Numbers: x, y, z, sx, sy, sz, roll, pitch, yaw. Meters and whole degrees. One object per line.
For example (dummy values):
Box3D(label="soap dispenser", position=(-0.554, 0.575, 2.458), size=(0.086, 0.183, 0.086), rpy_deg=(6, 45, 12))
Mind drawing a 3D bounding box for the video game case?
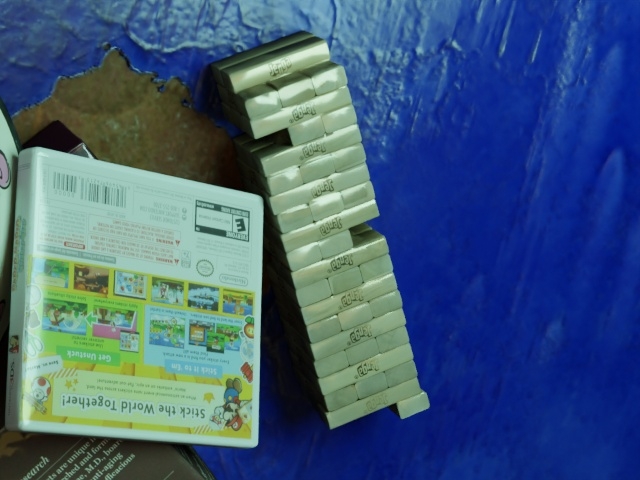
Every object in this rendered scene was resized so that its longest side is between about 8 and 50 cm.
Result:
Box3D(label="video game case", position=(-0.136, 0.049, 1.246), size=(0.227, 0.026, 0.206), rpy_deg=(12, 75, -43))

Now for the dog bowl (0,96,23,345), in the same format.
Box3D(label="dog bowl", position=(-0.416, -0.002, 1.152), size=(0.408, 0.150, 0.408), rpy_deg=(-1, 104, -3))

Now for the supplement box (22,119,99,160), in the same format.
Box3D(label="supplement box", position=(-0.175, 0.004, 1.321), size=(0.081, 0.104, 0.188), rpy_deg=(-40, 115, -6))

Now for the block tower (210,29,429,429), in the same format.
Box3D(label="block tower", position=(0.000, 0.000, 1.392), size=(0.097, 0.091, 0.335), rpy_deg=(-21, 111, -13))

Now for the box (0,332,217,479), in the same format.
Box3D(label="box", position=(-0.205, 0.189, 1.328), size=(0.167, 0.168, 0.203), rpy_deg=(-43, 114, -4))
